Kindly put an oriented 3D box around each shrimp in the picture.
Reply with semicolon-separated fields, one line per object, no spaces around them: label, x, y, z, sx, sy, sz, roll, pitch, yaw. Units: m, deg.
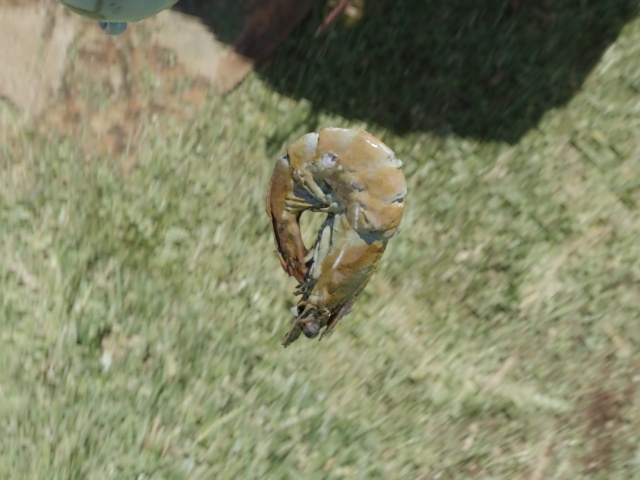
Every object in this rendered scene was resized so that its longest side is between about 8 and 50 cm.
shrimp;0.000;0.000;1.334;0.099;0.041;0.180;21;116;4

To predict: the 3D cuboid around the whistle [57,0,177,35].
whistle;-0.164;-0.277;1.495;0.163;0.289;0.163;4;48;-5
